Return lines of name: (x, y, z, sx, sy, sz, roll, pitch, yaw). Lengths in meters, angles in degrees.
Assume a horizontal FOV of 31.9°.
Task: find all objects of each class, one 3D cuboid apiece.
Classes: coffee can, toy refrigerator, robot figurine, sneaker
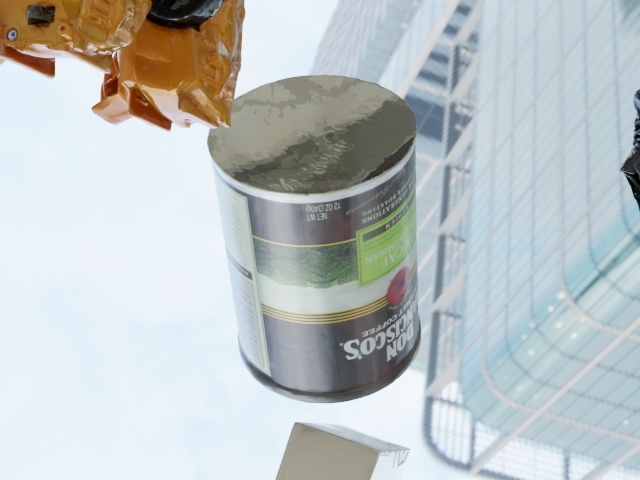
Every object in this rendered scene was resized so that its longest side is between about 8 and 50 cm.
coffee can: (0.000, 0.000, 1.140, 0.201, 0.275, 0.201, -3, -140, 3)
toy refrigerator: (0.030, 0.277, 1.333, 0.102, 0.269, 0.094, 17, -96, 14)
robot figurine: (-0.089, -0.208, 0.519, 0.085, 0.211, 0.291, -2, -99, 21)
sneaker: (0.448, -0.118, 1.539, 0.089, 0.051, 0.170, -27, -84, -9)
